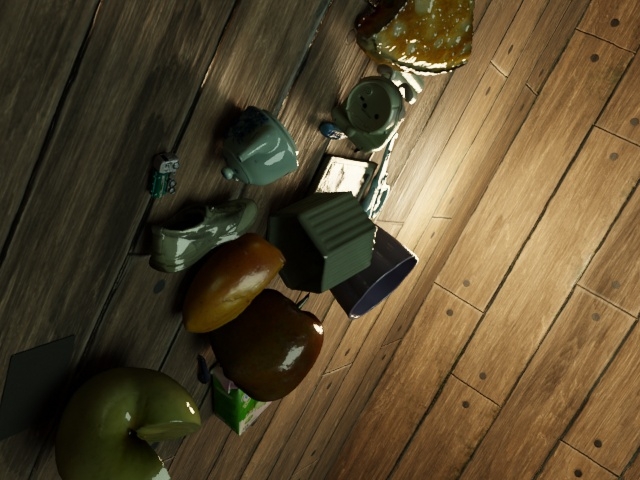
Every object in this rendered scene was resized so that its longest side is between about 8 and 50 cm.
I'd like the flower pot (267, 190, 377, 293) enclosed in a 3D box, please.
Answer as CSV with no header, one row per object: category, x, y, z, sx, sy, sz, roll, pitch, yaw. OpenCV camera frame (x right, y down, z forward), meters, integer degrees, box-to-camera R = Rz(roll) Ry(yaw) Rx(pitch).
flower pot,0.000,0.000,1.750,0.189,0.239,0.209,-27,108,-34

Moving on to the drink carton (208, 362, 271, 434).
drink carton,-0.225,0.421,2.005,0.161,0.108,0.271,-42,152,-37

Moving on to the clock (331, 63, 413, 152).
clock,0.127,-0.318,1.668,0.191,0.151,0.062,-50,161,28

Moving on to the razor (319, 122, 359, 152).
razor,0.066,-0.268,1.799,0.082,0.042,0.253,-21,170,26

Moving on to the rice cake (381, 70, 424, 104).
rice cake,0.228,-0.437,1.902,0.085,0.040,0.226,-61,157,6

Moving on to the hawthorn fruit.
hawthorn fruit,-0.120,0.247,1.767,0.301,0.268,0.268,-43,156,-3

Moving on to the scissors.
scissors,0.178,-0.178,2.096,0.180,0.032,0.393,-46,160,-38

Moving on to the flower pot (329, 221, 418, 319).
flower pot,0.103,0.055,1.985,0.265,0.243,0.265,-37,159,-17

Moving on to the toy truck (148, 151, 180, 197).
toy truck,-0.287,-0.119,1.278,0.044,0.039,0.083,-14,135,-40

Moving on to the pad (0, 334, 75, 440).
pad,-0.540,0.280,1.322,0.143,0.003,0.211,-17,134,-57

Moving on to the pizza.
pizza,0.273,-0.599,1.683,0.440,0.130,0.406,-7,126,-49

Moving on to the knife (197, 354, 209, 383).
knife,-0.308,0.336,1.833,0.018,0.031,0.121,-39,146,-37

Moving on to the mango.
mango,-0.214,0.103,1.591,0.257,0.138,0.187,-42,171,-25

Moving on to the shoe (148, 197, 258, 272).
shoe,-0.235,-0.034,1.419,0.275,0.103,0.098,-37,136,-44

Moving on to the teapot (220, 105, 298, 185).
teapot,-0.137,-0.171,1.390,0.159,0.159,0.232,-53,-175,-12

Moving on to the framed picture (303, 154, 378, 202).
framed picture,0.044,-0.127,1.952,0.315,0.024,0.232,-5,125,-61

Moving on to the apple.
apple,-0.389,0.403,1.423,0.292,0.292,0.254,-41,-179,-34
